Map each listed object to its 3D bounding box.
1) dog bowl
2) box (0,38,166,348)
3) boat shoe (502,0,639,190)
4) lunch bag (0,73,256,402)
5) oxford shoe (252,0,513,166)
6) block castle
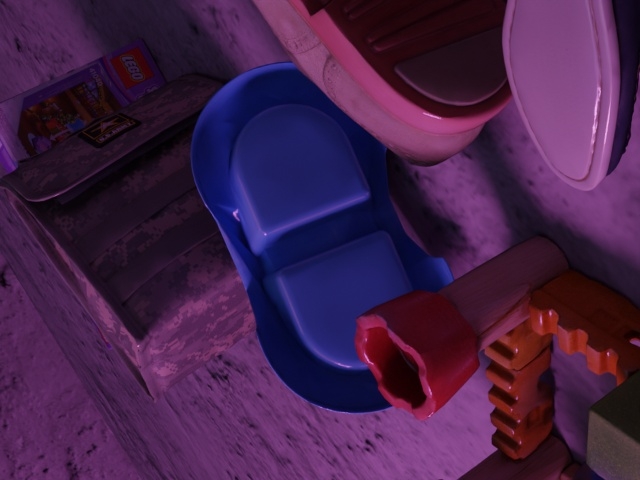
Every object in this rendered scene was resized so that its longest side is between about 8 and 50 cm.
[{"bbox_3d":[0.000,0.000,0.934,0.074,0.165,0.297,118,130,-77],"label":"dog bowl"},{"bbox_3d":[-0.220,-0.054,1.264,0.293,0.201,0.057,61,155,-3],"label":"box"},{"bbox_3d":[0.143,-0.149,0.603,0.095,0.079,0.255,27,138,54],"label":"boat shoe"},{"bbox_3d":[-0.159,-0.032,1.129,0.287,0.235,0.169,47,159,24],"label":"lunch bag"},{"bbox_3d":[-0.026,-0.211,0.792,0.397,0.140,0.146,55,161,11],"label":"oxford shoe"},{"bbox_3d":[0.212,0.230,0.742,0.453,0.212,0.303,36,147,42],"label":"block castle"}]
